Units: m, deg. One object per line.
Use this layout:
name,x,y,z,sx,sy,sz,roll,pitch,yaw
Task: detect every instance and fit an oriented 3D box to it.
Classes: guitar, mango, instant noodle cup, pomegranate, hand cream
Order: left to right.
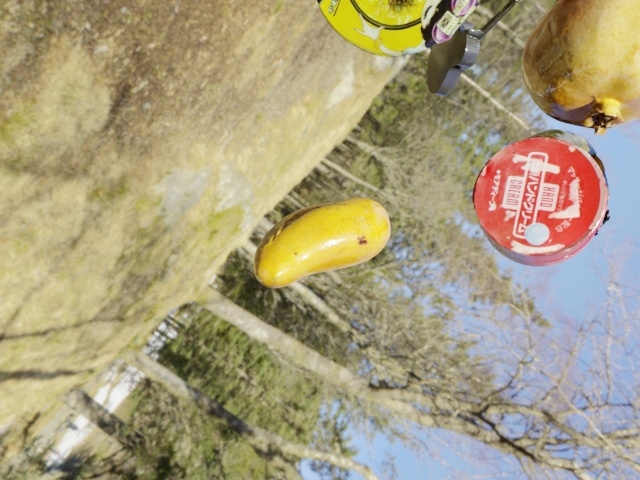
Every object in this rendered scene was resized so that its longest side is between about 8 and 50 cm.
mango,0.000,-0.006,0.997,0.295,0.120,0.177,-17,-161,-31
instant noodle cup,0.130,-0.356,0.689,0.215,0.215,0.236,-52,172,37
guitar,0.212,-0.284,0.744,0.233,0.025,0.088,142,-47,-68
hand cream,0.406,-0.066,1.006,0.230,0.230,0.149,-54,154,6
pomegranate,0.545,-0.350,1.030,0.319,0.319,0.319,-54,-178,3

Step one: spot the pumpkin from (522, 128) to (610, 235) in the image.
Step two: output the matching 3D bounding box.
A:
pumpkin,0.598,-0.133,1.383,0.192,0.320,0.320,-15,-146,53
